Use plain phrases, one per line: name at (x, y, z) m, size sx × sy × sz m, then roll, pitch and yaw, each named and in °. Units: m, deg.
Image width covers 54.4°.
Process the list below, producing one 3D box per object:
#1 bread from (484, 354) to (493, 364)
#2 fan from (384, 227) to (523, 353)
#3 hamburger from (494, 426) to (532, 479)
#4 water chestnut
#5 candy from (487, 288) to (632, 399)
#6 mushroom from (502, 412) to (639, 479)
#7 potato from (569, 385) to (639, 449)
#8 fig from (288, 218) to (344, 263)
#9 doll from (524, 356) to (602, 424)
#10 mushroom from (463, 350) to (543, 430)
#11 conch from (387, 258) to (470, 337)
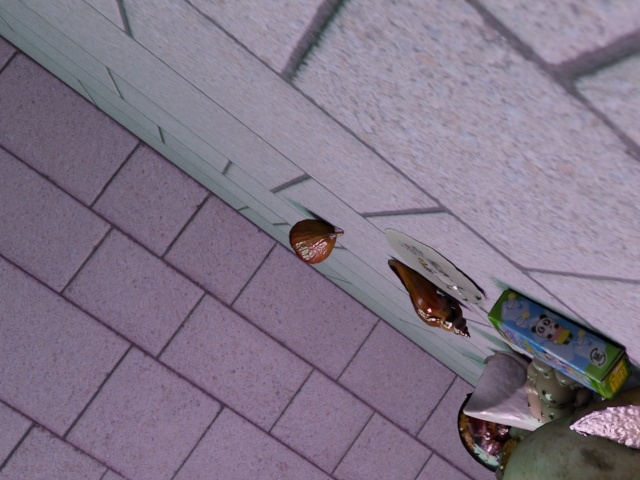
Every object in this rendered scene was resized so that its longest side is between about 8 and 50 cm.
bread at (0.501, 0.330, 1.588) m, size 0.112 × 0.036 × 0.193 m, roll 30°, pitch 171°, yaw 1°
fan at (0.271, 0.102, 1.213) m, size 0.415 × 0.012 × 0.233 m, roll 42°, pitch 173°, yaw -26°
hamburger at (0.584, 0.599, 1.504) m, size 0.277 × 0.195 × 0.318 m, roll 38°, pitch 179°, yaw -19°
water chestnut at (0.572, 0.581, 1.923) m, size 0.300 × 0.300 × 0.300 m, roll 35°, pitch 174°, yaw 5°
candy at (0.357, 0.154, 0.936) m, size 0.194 × 0.062 × 0.097 m, roll 32°, pitch 173°, yaw 41°
mushroom at (0.486, 0.422, 1.045) m, size 0.352 × 0.352 × 0.260 m, roll 44°, pitch -146°, yaw -50°
potato at (0.469, 0.249, 0.926) m, size 0.172 × 0.089 × 0.100 m, roll 13°, pitch 122°, yaw 17°
fig at (-0.006, 0.010, 1.561) m, size 0.153 × 0.119 × 0.119 m, roll 27°, pitch 169°, yaw 48°
doll at (0.471, 0.295, 1.200) m, size 0.154 × 0.119 × 0.278 m, roll 30°, pitch 162°, yaw 29°
mushroom at (0.532, 0.404, 1.360) m, size 0.397 × 0.177 × 0.126 m, roll 26°, pitch 172°, yaw 33°
conch at (0.232, 0.133, 1.359) m, size 0.233 × 0.080 × 0.086 m, roll 37°, pitch 166°, yaw -1°
